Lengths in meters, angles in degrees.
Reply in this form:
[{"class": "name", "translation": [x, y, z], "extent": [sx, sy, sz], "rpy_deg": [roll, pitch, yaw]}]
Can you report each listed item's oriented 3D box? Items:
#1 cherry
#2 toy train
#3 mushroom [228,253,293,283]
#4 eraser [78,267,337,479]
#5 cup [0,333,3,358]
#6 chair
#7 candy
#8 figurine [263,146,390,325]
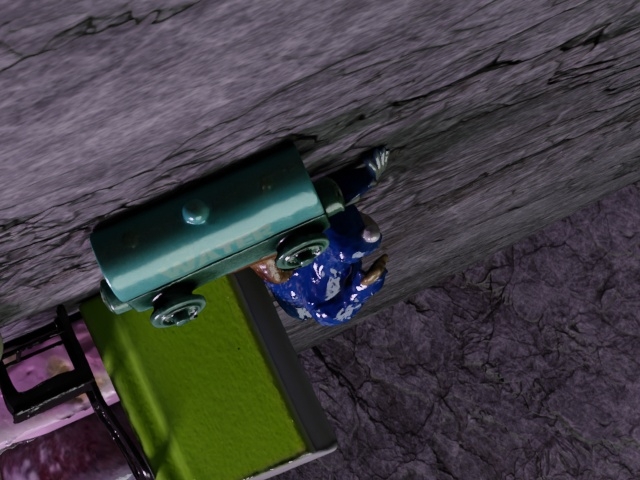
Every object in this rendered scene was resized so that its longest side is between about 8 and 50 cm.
[{"class": "cherry", "translation": [-0.309, 0.269, 1.982], "extent": [0.266, 0.183, 0.213], "rpy_deg": [-32, -142, -4]}, {"class": "toy train", "translation": [-0.099, -0.006, 1.369], "extent": [0.248, 0.101, 0.159], "rpy_deg": [-25, 160, 1]}, {"class": "mushroom", "translation": [-0.065, -0.003, 1.516], "extent": [0.126, 0.084, 0.109], "rpy_deg": [-17, 157, 42]}, {"class": "eraser", "translation": [-0.131, 0.154, 1.684], "extent": [0.210, 0.274, 0.092], "rpy_deg": [-26, 174, 22]}, {"class": "cup", "translation": [-0.445, 0.182, 1.526], "extent": [0.173, 0.255, 0.202], "rpy_deg": [18, -176, 17]}, {"class": "chair", "translation": [-0.290, 0.197, 1.682], "extent": [0.113, 0.229, 0.106], "rpy_deg": [-25, 173, -15]}, {"class": "candy", "translation": [-0.347, 0.181, 1.827], "extent": [0.265, 0.115, 0.155], "rpy_deg": [-23, 172, -4]}, {"class": "figurine", "translation": [-0.002, 0.008, 1.603], "extent": [0.121, 0.164, 0.262], "rpy_deg": [7, 157, -15]}]
